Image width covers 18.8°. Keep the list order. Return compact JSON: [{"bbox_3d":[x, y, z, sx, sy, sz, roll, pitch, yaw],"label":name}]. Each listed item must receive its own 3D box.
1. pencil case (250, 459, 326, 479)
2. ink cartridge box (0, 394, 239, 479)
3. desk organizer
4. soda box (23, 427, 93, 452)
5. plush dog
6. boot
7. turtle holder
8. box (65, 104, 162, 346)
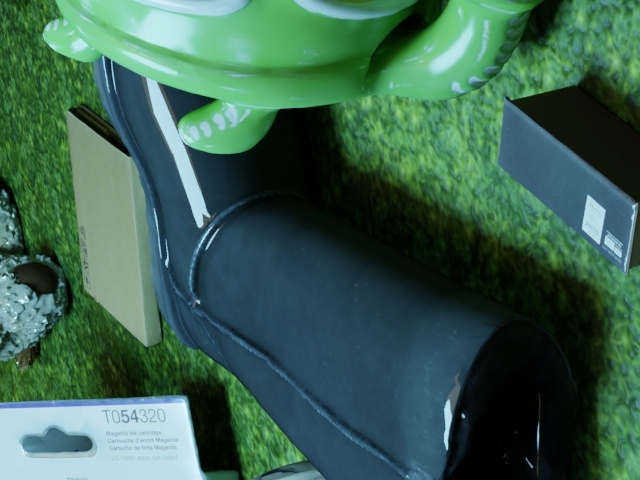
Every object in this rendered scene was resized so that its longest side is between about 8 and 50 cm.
[{"bbox_3d":[0.027,0.368,1.458,0.183,0.159,0.410,-25,80,64],"label":"pencil case"},{"bbox_3d":[-0.211,0.302,1.852,0.324,0.071,0.330,-4,99,31],"label":"ink cartridge box"},{"bbox_3d":[0.158,-0.038,1.095,0.130,0.050,0.047,46,142,47],"label":"desk organizer"},{"bbox_3d":[-0.235,0.297,2.045,0.286,0.098,0.091,40,138,50],"label":"soda box"},{"bbox_3d":[-0.425,0.081,2.171,0.262,0.225,0.211,50,145,42],"label":"plush dog"},{"bbox_3d":[0.001,0.002,1.325,0.445,0.146,0.367,42,149,56],"label":"boot"},{"bbox_3d":[-0.029,-0.194,1.176,0.320,0.243,0.227,51,144,44],"label":"turtle holder"},{"bbox_3d":[-0.204,-0.015,1.900,0.164,0.021,0.201,35,133,54],"label":"box"}]
